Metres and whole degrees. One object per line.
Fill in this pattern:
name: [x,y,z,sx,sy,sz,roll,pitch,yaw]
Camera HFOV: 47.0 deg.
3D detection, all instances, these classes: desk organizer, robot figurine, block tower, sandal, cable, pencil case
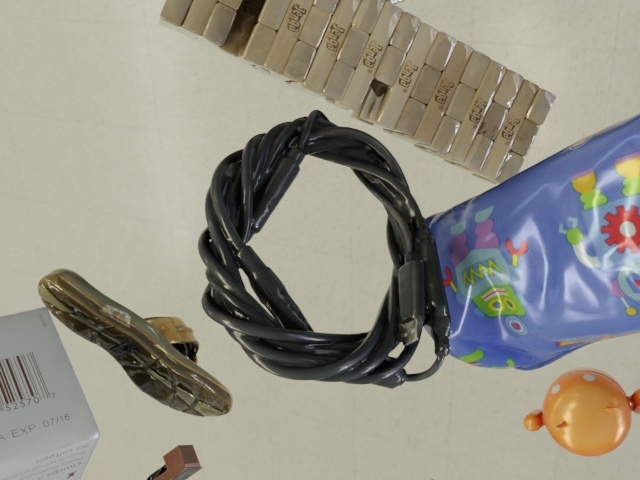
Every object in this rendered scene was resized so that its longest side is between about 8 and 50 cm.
desk organizer: [-0.293,0.444,1.407,0.130,0.047,0.050,-38,61,19]
robot figurine: [0.408,0.258,1.123,0.158,0.219,0.128,22,92,21]
block tower: [0.038,-0.150,0.623,0.336,0.097,0.090,22,98,-17]
sandal: [-0.128,0.074,0.555,0.072,0.049,0.180,-21,122,45]
cable: [0.000,0.000,0.445,0.151,0.184,0.047,4,151,-19]
pencil case: [0.187,-0.002,0.427,0.306,0.119,0.133,-27,78,50]

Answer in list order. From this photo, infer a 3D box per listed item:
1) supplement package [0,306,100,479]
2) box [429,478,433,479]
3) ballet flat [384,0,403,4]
supplement package: [-0.235,0.146,0.507,0.105,0.105,0.179,57,138,24]
box: [0.192,0.596,1.373,0.183,0.059,0.232,-37,68,14]
ballet flat: [0.146,-0.367,0.728,0.483,0.182,0.164,-38,131,0]
